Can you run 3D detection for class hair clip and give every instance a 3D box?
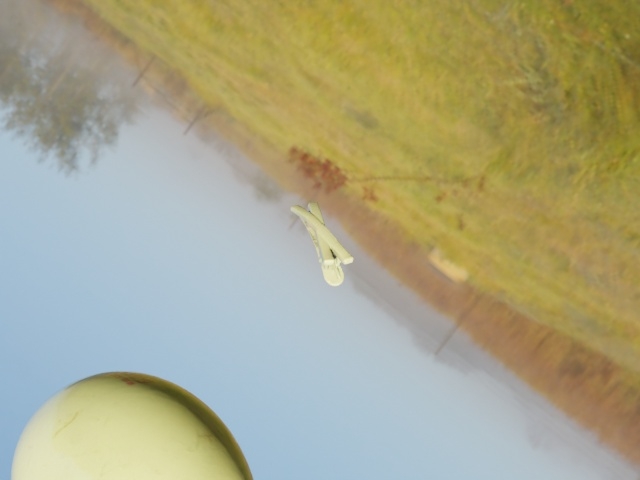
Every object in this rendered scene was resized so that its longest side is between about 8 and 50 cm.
[{"bbox_3d":[-0.001,0.000,0.954,0.030,0.039,0.115,-3,-143,-19],"label":"hair clip"}]

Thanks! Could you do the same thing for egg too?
[{"bbox_3d":[-0.153,0.210,0.792,0.264,0.182,0.183,20,170,47],"label":"egg"}]
